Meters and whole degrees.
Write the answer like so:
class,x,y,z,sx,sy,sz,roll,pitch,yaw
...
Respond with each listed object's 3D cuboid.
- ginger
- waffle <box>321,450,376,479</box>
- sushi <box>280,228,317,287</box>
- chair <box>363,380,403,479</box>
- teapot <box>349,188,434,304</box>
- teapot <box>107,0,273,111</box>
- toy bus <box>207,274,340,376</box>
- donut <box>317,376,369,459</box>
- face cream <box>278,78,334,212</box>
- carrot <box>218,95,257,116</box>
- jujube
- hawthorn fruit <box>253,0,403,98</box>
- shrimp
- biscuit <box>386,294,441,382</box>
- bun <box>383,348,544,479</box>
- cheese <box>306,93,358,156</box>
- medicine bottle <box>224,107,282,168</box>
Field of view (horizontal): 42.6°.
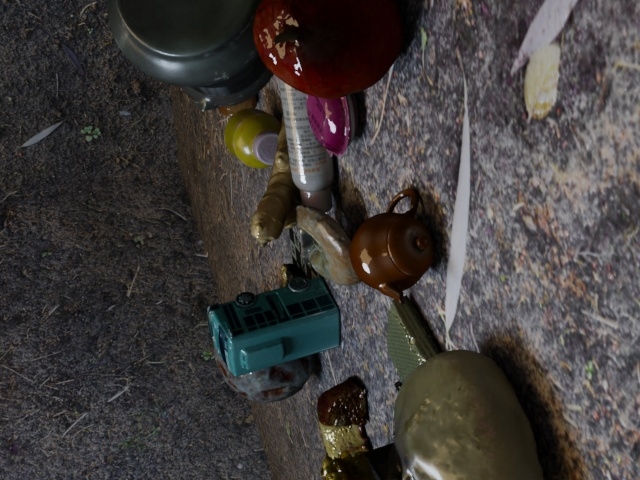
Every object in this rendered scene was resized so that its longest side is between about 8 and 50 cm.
class,x,y,z,sx,sy,sz,roll,pitch,yaw
ginger,-0.066,-0.122,1.551,0.148,0.081,0.334,45,-134,-52
waffle,0.062,0.358,1.022,0.197,0.070,0.193,70,176,-57
sushi,-0.060,0.098,1.916,0.215,0.050,0.192,-124,25,-55
chair,0.132,0.356,1.226,0.260,0.141,0.155,-128,29,-54
teapot,0.106,0.008,1.102,0.116,0.116,0.173,113,169,-67
teapot,-0.202,-0.438,1.531,0.362,0.305,0.376,60,-134,-84
toy bus,-0.094,0.180,1.707,0.147,0.255,0.128,-123,24,-47
donut,0.046,0.379,1.678,0.141,0.085,0.217,-137,35,-66
face cream,-0.021,-0.176,1.458,0.082,0.081,0.269,-132,32,-63
carrot,-0.214,-0.431,1.897,0.139,0.138,0.302,-118,19,-47
jujube,-0.144,0.274,2.009,0.215,0.246,0.308,-57,10,6
hawthorn fruit,-0.002,-0.268,1.017,0.251,0.189,0.190,-26,-73,-65
shrimp,0.000,0.000,1.484,0.168,0.077,0.317,59,168,-13
biscuit,0.148,0.189,1.204,0.199,0.040,0.121,-118,18,-44
bun,0.162,0.271,0.972,0.273,0.168,0.273,175,90,-79
cheese,0.023,-0.229,1.280,0.244,0.062,0.155,98,154,-52
medicine bottle,-0.130,-0.214,1.769,0.212,0.121,0.122,-138,38,-66
